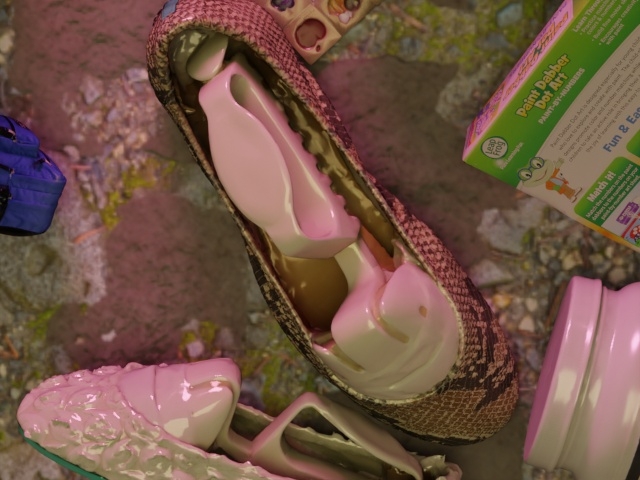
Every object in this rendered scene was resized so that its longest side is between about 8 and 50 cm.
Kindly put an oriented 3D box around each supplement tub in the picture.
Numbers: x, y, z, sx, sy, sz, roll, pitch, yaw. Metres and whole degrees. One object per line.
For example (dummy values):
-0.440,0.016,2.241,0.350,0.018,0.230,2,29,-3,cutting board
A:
0.325,0.145,1.658,0.272,0.191,0.191,15,103,3,supplement tub

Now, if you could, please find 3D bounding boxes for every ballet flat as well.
0.000,0.000,1.669,0.164,0.182,0.483,-33,97,11,ballet flat
-0.058,0.177,1.734,0.409,0.147,0.147,21,104,-7,ballet flat

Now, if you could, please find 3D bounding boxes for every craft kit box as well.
0.285,-0.105,1.611,0.247,0.061,0.250,26,128,-14,craft kit box

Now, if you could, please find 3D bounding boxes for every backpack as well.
-0.284,-0.058,1.720,0.120,0.098,0.101,17,106,-34,backpack

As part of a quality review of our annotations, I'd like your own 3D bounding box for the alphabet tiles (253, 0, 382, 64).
0.012,-0.303,1.692,0.237,0.009,0.198,-41,95,12,alphabet tiles
